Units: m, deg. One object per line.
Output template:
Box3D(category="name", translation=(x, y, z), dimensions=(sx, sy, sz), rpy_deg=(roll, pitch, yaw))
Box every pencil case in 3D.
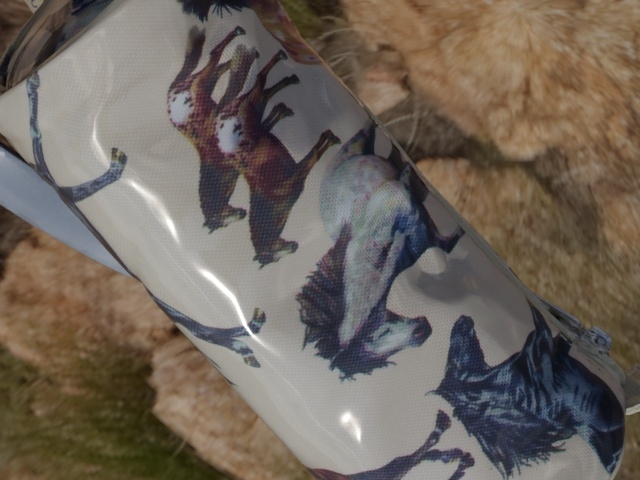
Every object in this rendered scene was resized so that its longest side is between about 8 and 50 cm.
Box3D(category="pencil case", translation=(0.000, 0.000, 0.807), dimensions=(0.183, 0.160, 0.410), rpy_deg=(-43, 107, -6))

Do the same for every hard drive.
Box3D(category="hard drive", translation=(-0.257, -0.067, 1.351), dimensions=(0.255, 0.172, 0.054), rpy_deg=(35, 102, -28))

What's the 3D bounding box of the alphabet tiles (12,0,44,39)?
Box3D(category="alphabet tiles", translation=(-0.181, -0.174, 1.278), dimensions=(0.198, 0.009, 0.237), rpy_deg=(-18, 112, 37))
